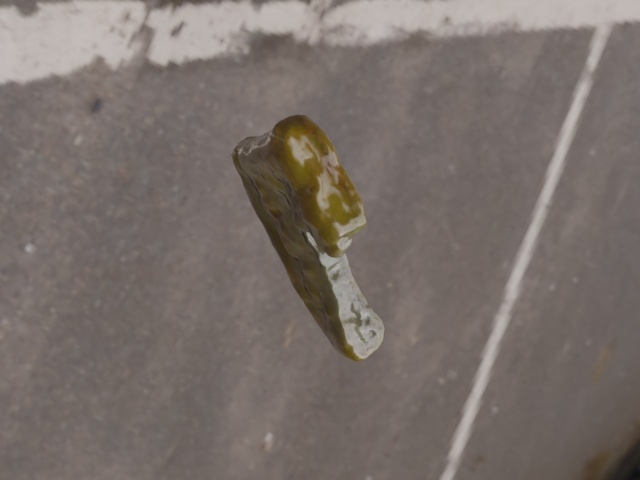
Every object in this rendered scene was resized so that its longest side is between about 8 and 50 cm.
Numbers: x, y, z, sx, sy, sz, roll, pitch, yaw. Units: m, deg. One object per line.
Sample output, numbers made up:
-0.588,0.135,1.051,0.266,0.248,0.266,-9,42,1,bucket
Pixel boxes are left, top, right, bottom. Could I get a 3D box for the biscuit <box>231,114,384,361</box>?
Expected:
0.000,0.000,0.906,0.039,0.174,0.183,-28,-179,-12,biscuit
